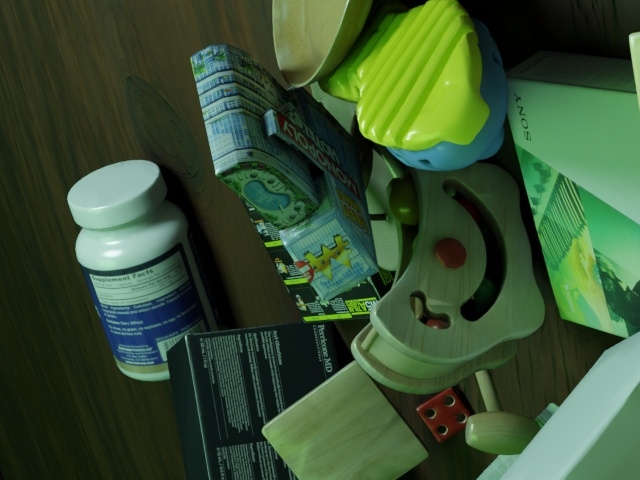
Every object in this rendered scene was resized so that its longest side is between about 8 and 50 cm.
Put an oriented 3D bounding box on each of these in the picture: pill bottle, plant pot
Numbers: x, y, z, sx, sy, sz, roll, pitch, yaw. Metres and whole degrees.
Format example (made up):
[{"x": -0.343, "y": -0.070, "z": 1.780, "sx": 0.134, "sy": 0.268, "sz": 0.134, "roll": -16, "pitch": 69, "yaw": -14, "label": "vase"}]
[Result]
[{"x": -0.232, "y": 0.039, "z": 1.873, "sx": 0.153, "sy": 0.153, "sz": 0.265, "roll": 22, "pitch": 135, "yaw": 49, "label": "pill bottle"}, {"x": 0.009, "y": -0.244, "z": 1.198, "sx": 0.236, "sy": 0.032, "sz": 0.236, "roll": -173, "pitch": 90, "yaw": -71, "label": "plant pot"}]

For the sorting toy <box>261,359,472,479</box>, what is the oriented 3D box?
[{"x": 0.035, "y": 0.208, "z": 1.558, "sx": 0.132, "sy": 0.274, "sz": 0.046, "roll": 52, "pitch": -169, "yaw": -7, "label": "sorting toy"}]

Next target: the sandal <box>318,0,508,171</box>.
[{"x": 0.097, "y": -0.115, "z": 1.138, "sx": 0.138, "sy": 0.126, "sz": 0.317, "roll": 37, "pitch": -171, "yaw": -16, "label": "sandal"}]

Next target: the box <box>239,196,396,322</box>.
[{"x": 0.000, "y": 0.000, "z": 1.566, "sx": 0.184, "sy": 0.045, "sz": 0.190, "roll": 61, "pitch": 152, "yaw": -10, "label": "box"}]

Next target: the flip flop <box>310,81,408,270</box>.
[{"x": 0.023, "y": -0.093, "z": 1.390, "sx": 0.112, "sy": 0.080, "sz": 0.277, "roll": 16, "pitch": 131, "yaw": 53, "label": "flip flop"}]

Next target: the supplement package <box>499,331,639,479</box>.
[{"x": 0.289, "y": 0.216, "z": 1.057, "sx": 0.262, "sy": 0.199, "sz": 0.198, "roll": 43, "pitch": 160, "yaw": 3, "label": "supplement package"}]

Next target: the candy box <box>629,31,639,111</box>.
[{"x": 0.290, "y": 0.024, "z": 0.781, "sx": 0.182, "sy": 0.087, "sz": 0.317, "roll": -7, "pitch": 94, "yaw": 39, "label": "candy box"}]

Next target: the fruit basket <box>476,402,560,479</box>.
[{"x": 0.289, "y": 0.312, "z": 1.330, "sx": 0.327, "sy": 0.165, "sz": 0.353, "roll": 52, "pitch": 168, "yaw": 14, "label": "fruit basket"}]

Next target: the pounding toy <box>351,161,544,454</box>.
[{"x": 0.096, "y": 0.064, "z": 1.261, "sx": 0.155, "sy": 0.154, "sz": 0.270, "roll": 117, "pitch": 150, "yaw": -57, "label": "pounding toy"}]

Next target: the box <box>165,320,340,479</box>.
[{"x": -0.063, "y": 0.234, "z": 1.664, "sx": 0.103, "sy": 0.184, "sz": 0.261, "roll": 141, "pitch": 121, "yaw": -65, "label": "box"}]

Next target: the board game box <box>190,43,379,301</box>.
[{"x": -0.020, "y": -0.055, "z": 1.222, "sx": 0.194, "sy": 0.060, "sz": 0.194, "roll": 41, "pitch": -156, "yaw": -45, "label": "board game box"}]

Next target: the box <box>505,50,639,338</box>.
[{"x": 0.281, "y": -0.015, "z": 1.062, "sx": 0.322, "sy": 0.058, "sz": 0.232, "roll": 18, "pitch": 132, "yaw": 54, "label": "box"}]
